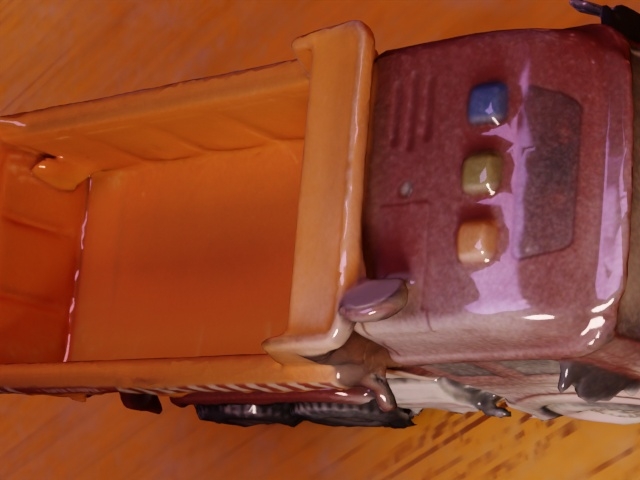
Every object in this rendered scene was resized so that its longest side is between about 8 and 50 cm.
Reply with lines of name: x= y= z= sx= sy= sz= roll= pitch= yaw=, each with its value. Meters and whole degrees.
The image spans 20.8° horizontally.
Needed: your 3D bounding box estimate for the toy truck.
toy truck: x=0.000 y=0.000 z=0.545 sx=0.270 sy=0.135 sz=0.114 roll=-6 pitch=74 yaw=42
